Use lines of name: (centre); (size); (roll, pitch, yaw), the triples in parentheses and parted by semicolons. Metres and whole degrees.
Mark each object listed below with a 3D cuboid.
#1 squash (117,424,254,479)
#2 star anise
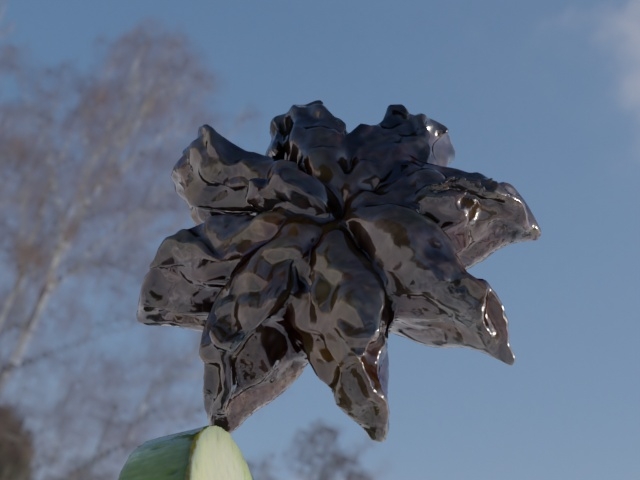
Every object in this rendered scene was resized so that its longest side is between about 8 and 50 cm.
squash: (-0.058, 0.216, 0.884); (0.049, 0.252, 0.252); (-9, -27, 9)
star anise: (-0.001, 0.000, 1.008); (0.236, 0.223, 0.109); (1, -35, 19)
